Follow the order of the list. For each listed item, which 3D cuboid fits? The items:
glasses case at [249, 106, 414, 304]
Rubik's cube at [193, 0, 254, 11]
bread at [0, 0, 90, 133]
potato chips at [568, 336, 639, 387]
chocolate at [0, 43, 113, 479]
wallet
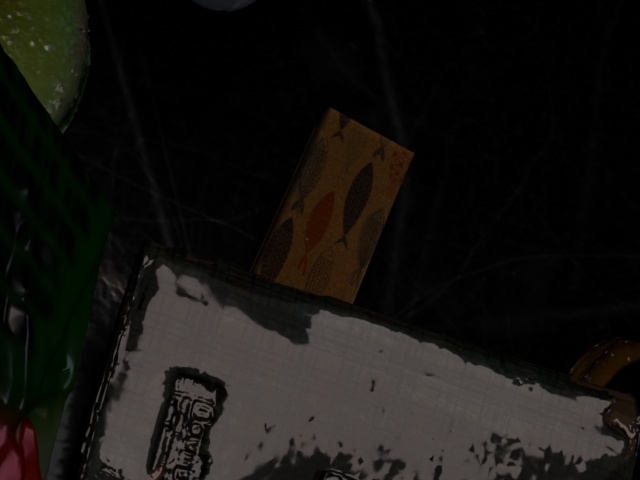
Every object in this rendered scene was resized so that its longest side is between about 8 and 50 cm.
[{"bbox_3d":[0.000,0.000,1.123,0.064,0.041,0.170,28,55,-7],"label":"glasses case"},{"bbox_3d":[-0.044,-0.407,1.145,0.351,0.347,0.352,39,53,-1],"label":"Rubik's cube"},{"bbox_3d":[-0.277,-0.149,1.079,0.301,0.045,0.301,11,60,-19],"label":"bread"},{"bbox_3d":[0.150,0.128,1.129,0.037,0.026,0.204,46,52,-12],"label":"potato chips"},{"bbox_3d":[-0.250,0.025,0.812,0.161,0.360,0.341,-4,56,18],"label":"chocolate"},{"bbox_3d":[0.026,0.123,1.033,0.317,0.044,0.169,19,74,-11],"label":"wallet"}]
